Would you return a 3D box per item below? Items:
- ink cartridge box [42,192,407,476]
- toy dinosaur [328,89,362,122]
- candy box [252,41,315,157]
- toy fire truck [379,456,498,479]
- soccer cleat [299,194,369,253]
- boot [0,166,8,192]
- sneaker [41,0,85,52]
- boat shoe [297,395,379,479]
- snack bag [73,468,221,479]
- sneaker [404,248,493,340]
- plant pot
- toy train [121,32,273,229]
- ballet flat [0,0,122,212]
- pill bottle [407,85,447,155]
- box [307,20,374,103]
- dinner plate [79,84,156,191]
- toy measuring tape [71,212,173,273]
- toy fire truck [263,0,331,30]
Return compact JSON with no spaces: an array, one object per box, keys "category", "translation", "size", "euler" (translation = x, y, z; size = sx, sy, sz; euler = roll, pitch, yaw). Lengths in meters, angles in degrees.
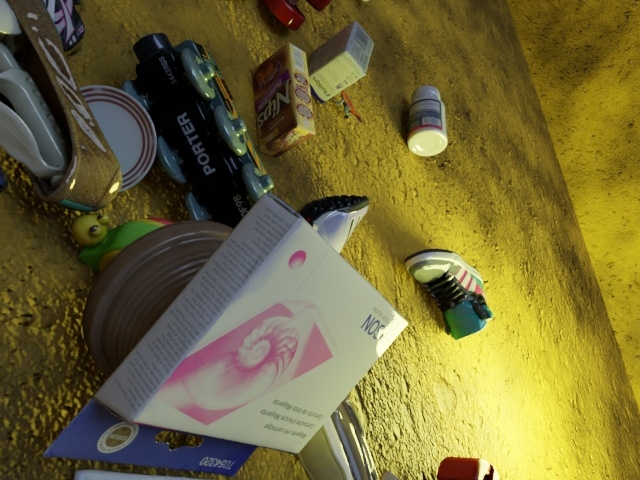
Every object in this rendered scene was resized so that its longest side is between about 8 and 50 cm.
[{"category":"ink cartridge box","translation":[-0.068,0.156,0.604],"size":[0.330,0.071,0.324],"euler":[-51,143,-3]},{"category":"toy dinosaur","translation":[0.064,-0.326,1.213],"size":[0.082,0.090,0.047],"euler":[90,23,-54]},{"category":"candy box","translation":[-0.072,-0.267,0.999],"size":[0.053,0.109,0.187],"euler":[12,63,-46]},{"category":"toy fire truck","translation":[0.232,0.488,0.974],"size":[0.246,0.158,0.217],"euler":[59,39,-26]},{"category":"soccer cleat","translation":[0.000,0.000,0.976],"size":[0.318,0.108,0.116],"euler":[-38,122,-52]},{"category":"boot","translation":[-0.433,-0.088,0.527],"size":[0.219,0.082,0.106],"euler":[-23,87,-53]},{"category":"sneaker","translation":[-0.360,-0.287,0.718],"size":[0.077,0.072,0.178],"euler":[19,64,-55]},{"category":"boat shoe","translation":[0.048,0.400,0.815],"size":[0.096,0.116,0.324],"euler":[-5,70,-46]},{"category":"snack bag","translation":[-0.157,0.453,0.615],"size":[0.342,0.037,0.323],"euler":[26,54,-39]},{"category":"sneaker","translation":[0.311,0.140,1.236],"size":[0.295,0.124,0.178],"euler":[24,46,-42]},{"category":"plant pot","translation":[-0.147,0.103,0.632],"size":[0.237,0.110,0.237],"euler":[-23,130,-31]},{"category":"toy train","translation":[-0.165,-0.148,0.799],"size":[0.334,0.142,0.190],"euler":[63,11,-9]},{"category":"ballet flat","translation":[-0.354,-0.186,0.605],"size":[0.342,0.116,0.124],"euler":[65,17,-3]},{"category":"pill bottle","translation":[0.293,-0.334,1.448],"size":[0.108,0.108,0.180],"euler":[31,51,-36]},{"category":"box","translation":[0.038,-0.394,1.163],"size":[0.072,0.137,0.126],"euler":[41,46,-29]},{"category":"dinner plate","translation":[-0.290,-0.133,0.696],"size":[0.141,0.141,0.017],"euler":[58,-3,-10]},{"category":"toy measuring tape","translation":[-0.182,0.063,0.714],"size":[0.330,0.121,0.121],"euler":[40,46,-29]},{"category":"toy fire truck","translation":[-0.102,-0.621,1.122],"size":[0.302,0.169,0.254],"euler":[26,30,-39]}]
